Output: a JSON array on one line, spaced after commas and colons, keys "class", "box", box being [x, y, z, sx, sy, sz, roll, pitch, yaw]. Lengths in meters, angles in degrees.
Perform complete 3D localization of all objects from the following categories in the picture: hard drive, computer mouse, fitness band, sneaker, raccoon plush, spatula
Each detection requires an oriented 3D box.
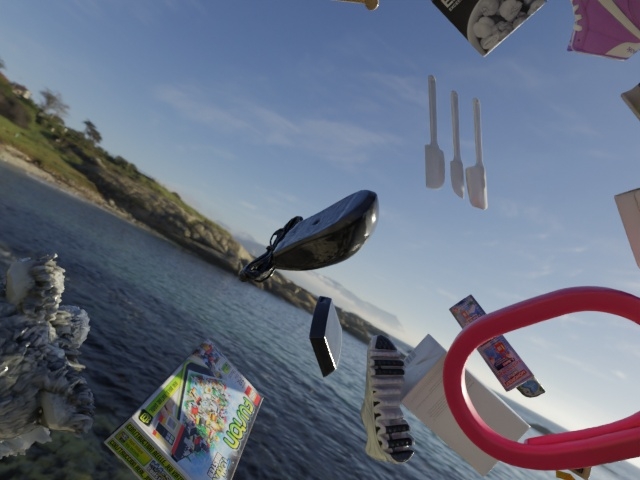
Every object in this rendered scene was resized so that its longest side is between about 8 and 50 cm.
[{"class": "hard drive", "box": [0.022, 0.306, 1.377, 0.054, 0.172, 0.255, -13, 19, 12]}, {"class": "computer mouse", "box": [0.000, 0.000, 0.688, 0.272, 0.188, 0.072, -22, -69, 45]}, {"class": "fitness band", "box": [0.307, 0.177, 0.542, 0.054, 0.290, 0.209, -4, 69, -64]}, {"class": "sneaker", "box": [0.142, 0.378, 1.013, 0.110, 0.292, 0.118, 16, -33, -26]}, {"class": "raccoon plush", "box": [-0.345, 0.099, 0.505, 0.446, 0.298, 0.216, -90, 159, -74]}, {"class": "spatula", "box": [0.259, -0.188, 0.793, 0.168, 0.242, 0.019, 13, -21, -25]}, {"class": "sneaker", "box": [0.479, -0.443, 0.762, 0.282, 0.102, 0.161, 57, -35, 21]}]

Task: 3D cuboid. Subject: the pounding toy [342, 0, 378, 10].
[{"class": "pounding toy", "box": [0.072, -0.613, 0.950, 0.206, 0.181, 0.094, 40, 32, -31]}]

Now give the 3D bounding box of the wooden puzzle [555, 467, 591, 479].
[{"class": "wooden puzzle", "box": [0.561, 0.479, 0.923, 0.014, 0.117, 0.078, 16, -8, -32]}]

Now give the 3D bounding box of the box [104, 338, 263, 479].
[{"class": "box", "box": [-0.131, 0.191, 0.458, 0.114, 0.036, 0.207, 47, 6, -3]}]

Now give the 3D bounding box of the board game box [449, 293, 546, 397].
[{"class": "board game box", "box": [0.362, 0.234, 0.831, 0.194, 0.060, 0.194, 46, 14, -28]}]

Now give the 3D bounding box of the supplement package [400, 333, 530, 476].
[{"class": "supplement package", "box": [0.357, 0.428, 1.113, 0.293, 0.177, 0.175, 43, 1, -2]}]

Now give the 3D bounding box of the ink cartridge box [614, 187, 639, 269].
[{"class": "ink cartridge box", "box": [0.573, -0.010, 0.666, 0.127, 0.128, 0.176, -22, -30, 38]}]

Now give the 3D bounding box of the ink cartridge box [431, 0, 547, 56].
[{"class": "ink cartridge box", "box": [0.297, -0.463, 0.709, 0.208, 0.045, 0.206, 35, -44, -18]}]

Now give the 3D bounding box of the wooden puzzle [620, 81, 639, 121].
[{"class": "wooden puzzle", "box": [0.753, -0.341, 0.839, 0.044, 0.221, 0.239, 31, -48, -14]}]
